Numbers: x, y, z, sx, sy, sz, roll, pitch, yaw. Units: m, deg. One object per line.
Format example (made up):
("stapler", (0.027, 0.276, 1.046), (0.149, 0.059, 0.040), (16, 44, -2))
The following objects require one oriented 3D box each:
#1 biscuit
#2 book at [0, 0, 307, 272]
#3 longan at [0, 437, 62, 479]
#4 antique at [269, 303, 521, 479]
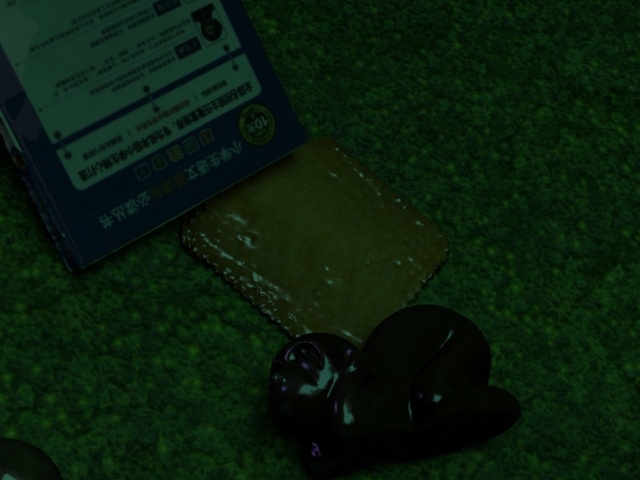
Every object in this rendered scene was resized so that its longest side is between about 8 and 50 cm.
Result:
("biscuit", (0.000, 0.000, 1.611), (0.232, 0.013, 0.237), (40, 54, 5))
("book", (-0.217, -0.223, 1.522), (0.300, 0.039, 0.428), (-30, 101, -28))
("longan", (-0.275, 0.230, 1.318), (0.106, 0.106, 0.119), (30, 94, -3))
("antique", (0.062, 0.138, 1.488), (0.257, 0.121, 0.143), (-10, 63, -28))
